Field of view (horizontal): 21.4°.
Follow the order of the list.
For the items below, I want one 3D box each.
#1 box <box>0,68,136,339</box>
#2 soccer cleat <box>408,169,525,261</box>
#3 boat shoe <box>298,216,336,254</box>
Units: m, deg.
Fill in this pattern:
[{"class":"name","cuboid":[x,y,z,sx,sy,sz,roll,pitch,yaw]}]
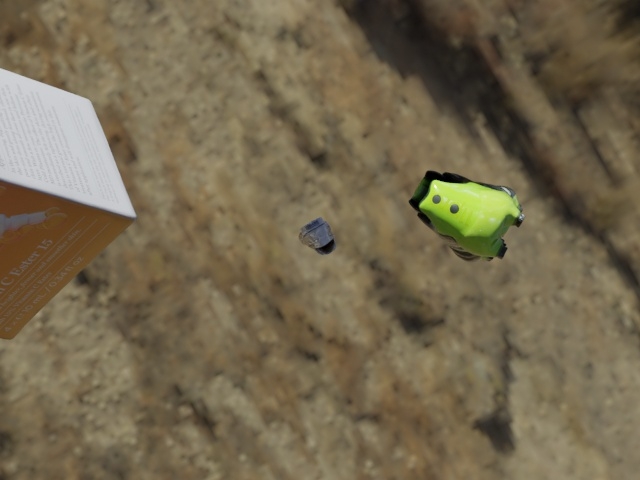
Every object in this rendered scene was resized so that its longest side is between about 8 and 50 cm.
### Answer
[{"class":"box","cuboid":[-0.388,-0.055,1.633,0.345,0.215,0.168,17,40,-48]},{"class":"soccer cleat","cuboid":[0.099,-0.021,1.168,0.072,0.060,0.179,29,1,3]},{"class":"boat shoe","cuboid":[0.000,0.000,1.772,0.035,0.035,0.100,60,-4,6]}]
